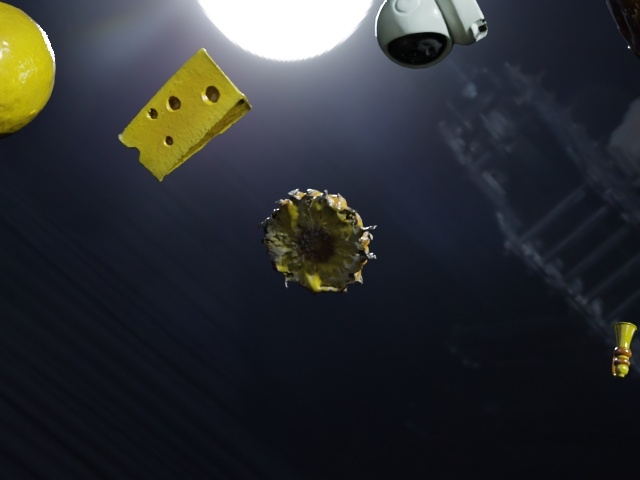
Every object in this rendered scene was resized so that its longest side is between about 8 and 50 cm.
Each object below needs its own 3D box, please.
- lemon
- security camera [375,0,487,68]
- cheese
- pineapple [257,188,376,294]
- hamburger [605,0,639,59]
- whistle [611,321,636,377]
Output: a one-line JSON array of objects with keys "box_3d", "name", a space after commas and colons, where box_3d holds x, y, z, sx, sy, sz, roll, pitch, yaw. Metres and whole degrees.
[{"box_3d": [-0.566, -0.284, 1.787, 0.236, 0.236, 0.263, -44, -169, 3], "name": "lemon"}, {"box_3d": [0.238, -0.499, 2.422, 0.236, 0.194, 0.194, -24, -163, 6], "name": "security camera"}, {"box_3d": [-0.192, -0.170, 1.495, 0.171, 0.093, 0.126, -43, 179, -2], "name": "cheese"}, {"box_3d": [0.000, 0.000, 1.852, 0.221, 0.221, 0.047, -37, -173, 29], "name": "pineapple"}, {"box_3d": [0.424, -0.292, 1.279, 0.146, 0.243, 0.286, -33, -138, 16], "name": "hamburger"}, {"box_3d": [0.583, 0.218, 2.086, 0.057, 0.046, 0.109, -17, -129, 52], "name": "whistle"}]
